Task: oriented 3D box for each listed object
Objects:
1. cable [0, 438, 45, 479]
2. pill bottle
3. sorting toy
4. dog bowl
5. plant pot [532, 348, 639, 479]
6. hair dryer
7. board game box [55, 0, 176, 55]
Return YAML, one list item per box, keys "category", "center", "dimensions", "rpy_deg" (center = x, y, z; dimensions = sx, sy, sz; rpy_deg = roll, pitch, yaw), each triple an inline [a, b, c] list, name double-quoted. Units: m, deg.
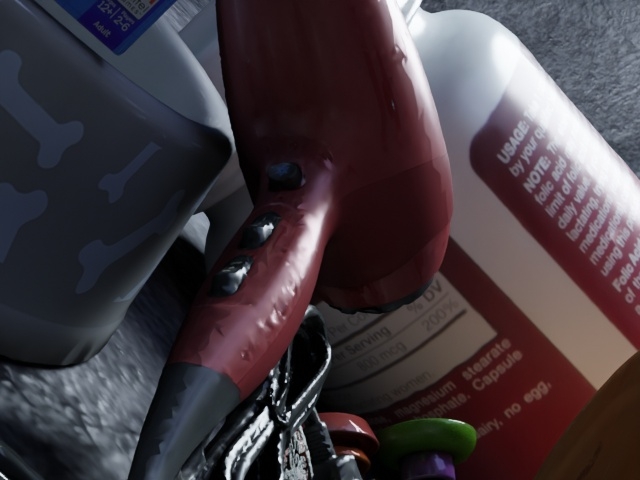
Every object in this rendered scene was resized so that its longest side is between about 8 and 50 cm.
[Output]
- category: "cable"
  center: [-0.159, 0.011, 0.278]
  dimensions: [0.139, 0.072, 0.287]
  rpy_deg: [33, -14, 31]
- category: "pill bottle"
  center: [0.076, 0.013, 0.821]
  dimensions: [0.392, 0.224, 0.224]
  rpy_deg: [46, 8, -15]
- category: "sorting toy"
  center: [0.026, 0.111, 0.673]
  dimensions: [0.102, 0.061, 0.042]
  rpy_deg: [7, 59, -21]
- category: "dog bowl"
  center: [-0.171, -0.115, 0.558]
  dimensions: [0.349, 0.102, 0.349]
  rpy_deg: [47, 7, -8]
- category: "plant pot"
  center: [0.184, 0.168, 0.564]
  dimensions: [0.203, 0.291, 0.291]
  rpy_deg: [30, 9, -4]
- category: "hair dryer"
  center: [0.000, 0.000, 0.496]
  dimensions: [0.223, 0.080, 0.293]
  rpy_deg: [24, 60, -76]
- category: "board game box"
  center: [-0.131, -0.169, 0.480]
  dimensions: [0.160, 0.047, 0.210]
  rpy_deg: [41, 10, -40]
